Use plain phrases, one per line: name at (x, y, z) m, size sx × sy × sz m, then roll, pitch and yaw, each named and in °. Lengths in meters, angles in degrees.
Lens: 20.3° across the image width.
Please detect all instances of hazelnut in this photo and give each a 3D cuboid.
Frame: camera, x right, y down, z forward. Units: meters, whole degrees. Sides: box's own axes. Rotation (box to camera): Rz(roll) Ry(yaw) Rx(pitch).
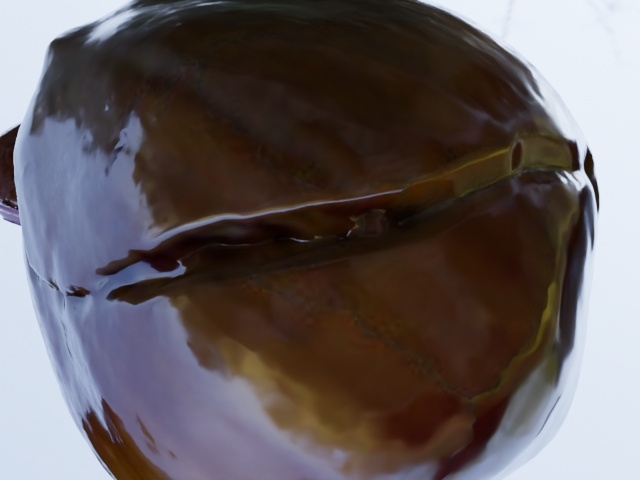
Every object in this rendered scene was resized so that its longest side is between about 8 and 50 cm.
hazelnut at (0.000, 0.000, 0.519) m, size 0.182 × 0.182 × 0.182 m, roll 15°, pitch -124°, yaw -23°

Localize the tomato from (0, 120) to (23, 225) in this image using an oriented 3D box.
tomato at (-0.174, -0.048, 1.346) m, size 0.173 × 0.189 × 0.099 m, roll 19°, pitch -95°, yaw -29°
